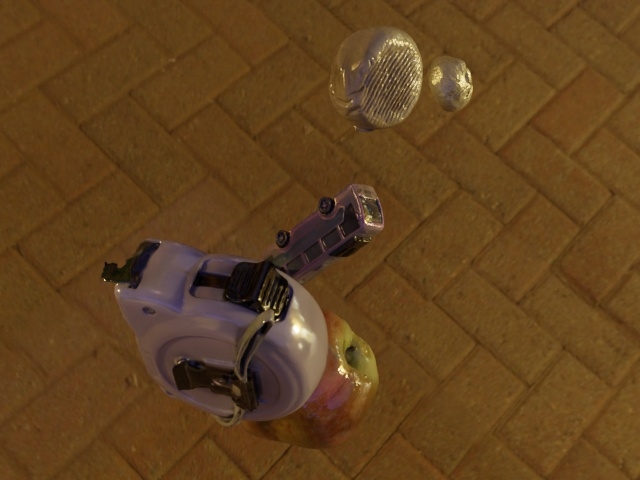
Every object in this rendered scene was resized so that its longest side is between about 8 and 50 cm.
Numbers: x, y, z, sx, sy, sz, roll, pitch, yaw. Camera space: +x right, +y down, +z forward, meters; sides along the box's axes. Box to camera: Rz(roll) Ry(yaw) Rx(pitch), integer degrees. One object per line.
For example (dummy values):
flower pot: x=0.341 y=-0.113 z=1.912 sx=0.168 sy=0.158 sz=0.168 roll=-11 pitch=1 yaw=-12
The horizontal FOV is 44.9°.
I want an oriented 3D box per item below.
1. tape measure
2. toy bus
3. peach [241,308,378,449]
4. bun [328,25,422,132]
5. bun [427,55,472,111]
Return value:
tape measure: x=-0.085 y=0.093 z=0.704 sx=0.179 sy=0.196 sz=0.105 roll=1 pitch=44 yaw=16
toy bus: x=0.000 y=0.000 z=0.704 sx=0.037 sy=0.131 sz=0.052 roll=6 pitch=56 yaw=-49
peach: x=-0.029 y=0.226 z=1.201 sx=0.214 sy=0.235 sz=0.214 roll=34 pitch=34 yaw=-27
bun: x=0.083 y=-0.272 z=1.301 sx=0.173 sy=0.166 sz=0.113 roll=-36 pitch=36 yaw=-25
bun: x=0.197 y=-0.234 z=1.145 sx=0.055 sy=0.086 sz=0.086 roll=-13 pitch=60 yaw=34
